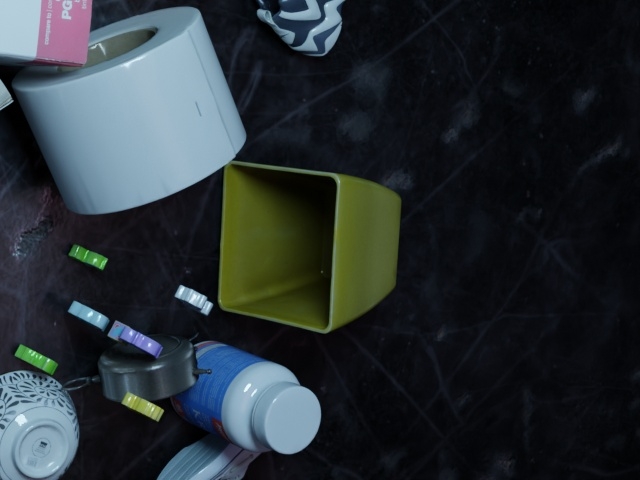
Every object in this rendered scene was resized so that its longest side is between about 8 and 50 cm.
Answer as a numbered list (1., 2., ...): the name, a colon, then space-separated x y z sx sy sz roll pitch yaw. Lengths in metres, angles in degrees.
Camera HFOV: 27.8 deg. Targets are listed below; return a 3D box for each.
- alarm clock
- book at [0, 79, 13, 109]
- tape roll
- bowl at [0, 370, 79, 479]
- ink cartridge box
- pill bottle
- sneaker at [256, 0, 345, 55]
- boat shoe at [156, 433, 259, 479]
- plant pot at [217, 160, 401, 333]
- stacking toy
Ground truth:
1. alarm clock: -0.247 0.170 1.708 0.192 0.129 0.064 -14 106 -13
2. book: -0.429 -0.153 1.496 0.096 0.144 0.035 -42 120 -23
3. tape roll: -0.231 -0.161 1.583 0.246 0.246 0.169 -33 117 -28
4. bowl: -0.372 0.257 1.654 0.170 0.080 0.170 -7 101 -36
5. ink cartridge box: -0.426 -0.265 1.439 0.283 0.207 0.117 3 95 -38
6. pill bottle: -0.101 0.217 1.760 0.124 0.221 0.124 -7 102 -36
7. sneaker: -0.021 -0.388 1.794 0.153 0.094 0.235 20 96 -46
8. boat shoe: -0.132 0.311 1.841 0.226 0.083 0.076 -37 117 -27
9. plant pot: 0.000 0.000 1.820 0.187 0.212 0.212 -6 102 -48
10. stacking toy: -0.263 0.113 1.642 0.167 0.221 0.052 -64 163 -13
